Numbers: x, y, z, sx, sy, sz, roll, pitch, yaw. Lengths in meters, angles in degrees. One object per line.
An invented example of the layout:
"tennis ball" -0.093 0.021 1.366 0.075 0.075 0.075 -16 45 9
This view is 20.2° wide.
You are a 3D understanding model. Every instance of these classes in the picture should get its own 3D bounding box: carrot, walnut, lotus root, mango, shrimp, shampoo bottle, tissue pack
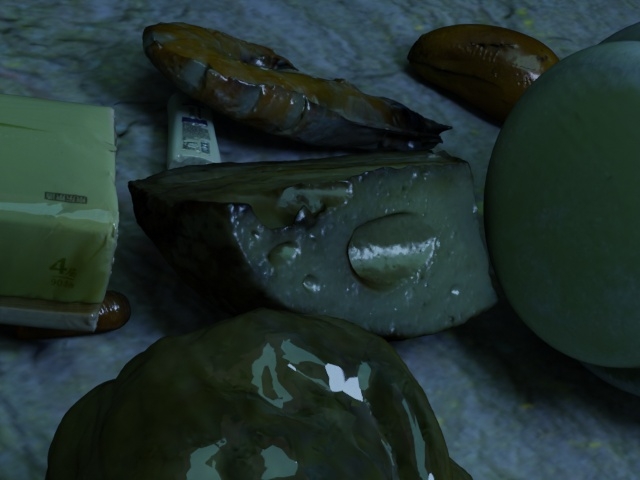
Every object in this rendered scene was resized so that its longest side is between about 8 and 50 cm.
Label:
"carrot" -0.186 0.058 1.361 0.093 0.032 0.032 -9 48 -33
"walnut" -0.030 0.184 1.108 0.253 0.282 0.277 -32 50 -3
"lotus root" 0.001 0.006 1.458 0.314 0.142 0.210 -6 10 -28
"mango" 0.174 -0.179 1.807 0.159 0.084 0.105 29 31 5
"shrimp" -0.025 -0.141 1.654 0.316 0.062 0.164 14 27 -30
"shampoo bottle" 0.321 -0.027 1.512 0.317 0.322 0.322 0 43 -45
"shampoo bottle" -0.114 -0.102 1.591 0.049 0.034 0.141 8 39 -13
"tissue pack" -0.268 -0.029 1.318 0.234 0.125 0.159 7 37 -13
